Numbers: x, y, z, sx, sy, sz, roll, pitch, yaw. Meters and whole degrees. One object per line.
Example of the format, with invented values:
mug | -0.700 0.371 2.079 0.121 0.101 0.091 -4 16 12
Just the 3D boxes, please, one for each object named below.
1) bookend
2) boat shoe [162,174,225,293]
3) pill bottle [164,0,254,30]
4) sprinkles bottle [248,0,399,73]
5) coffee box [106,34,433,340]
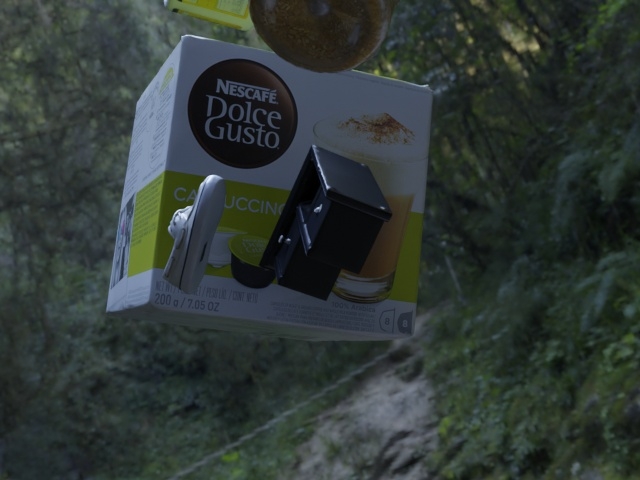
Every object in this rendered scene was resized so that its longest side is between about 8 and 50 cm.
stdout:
bookend | 0.000 0.000 0.996 0.072 0.157 0.156 20 19 -14
boat shoe | -0.101 -0.008 0.723 0.035 0.035 0.100 -46 -24 -60
pill bottle | -0.146 -0.389 1.473 0.184 0.103 0.103 11 -23 -19
sprinkles bottle | 0.046 -0.292 0.863 0.121 0.121 0.355 -30 25 38
coffee box | -0.080 -0.046 1.280 0.337 0.334 0.338 9 -9 -19
